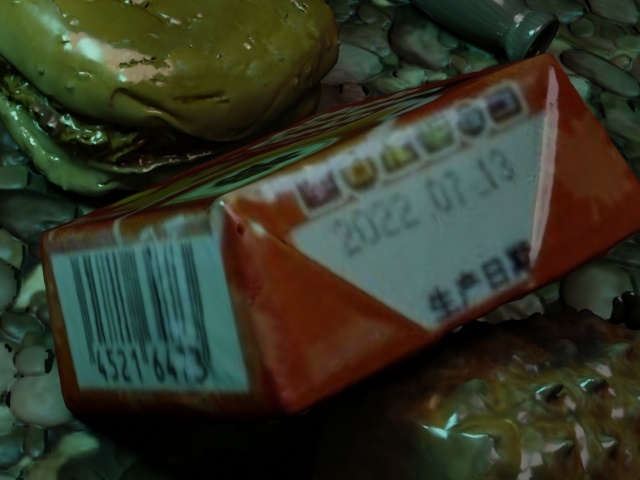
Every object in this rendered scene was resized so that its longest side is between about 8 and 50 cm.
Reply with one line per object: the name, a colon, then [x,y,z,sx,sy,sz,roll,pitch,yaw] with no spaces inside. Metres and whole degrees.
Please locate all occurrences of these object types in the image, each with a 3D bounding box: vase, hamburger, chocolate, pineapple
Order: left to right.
hamburger: [-0.100,-0.118,1.062,0.214,0.108,0.213,9,43,-8]
chocolate: [0.000,0.000,0.882,0.235,0.237,0.108,-25,97,-29]
vase: [0.105,-0.156,1.170,0.101,0.053,0.053,38,52,16]
pineapple: [0.157,0.087,0.904,0.340,0.169,0.169,-23,56,-38]
